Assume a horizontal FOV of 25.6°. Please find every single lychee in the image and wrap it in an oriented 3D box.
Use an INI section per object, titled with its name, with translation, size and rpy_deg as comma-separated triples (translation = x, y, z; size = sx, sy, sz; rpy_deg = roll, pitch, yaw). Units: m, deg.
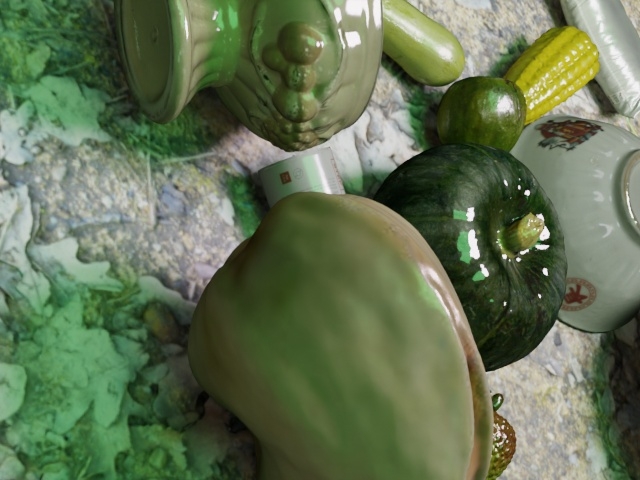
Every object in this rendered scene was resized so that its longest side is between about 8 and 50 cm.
[lychee]
translation = 0.197, 0.260, 1.813
size = 0.114, 0.114, 0.146
rpy_deg = 29, 79, -28

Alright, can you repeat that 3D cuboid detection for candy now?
[candy]
translation = 0.315, -0.229, 2.051
size = 0.199, 0.106, 0.094
rpy_deg = -41, 121, -32

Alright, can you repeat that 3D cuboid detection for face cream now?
[face cream]
translation = 0.000, 0.000, 1.741
size = 0.095, 0.096, 0.214
rpy_deg = -17, 89, -40

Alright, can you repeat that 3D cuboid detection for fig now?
[fig]
translation = 0.216, -0.146, 1.942
size = 0.123, 0.123, 0.156
rpy_deg = 10, 88, -36

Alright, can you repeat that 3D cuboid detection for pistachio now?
[pistachio]
translation = 0.020, 0.149, 1.559
size = 0.281, 0.365, 0.446
rpy_deg = -35, 126, -45

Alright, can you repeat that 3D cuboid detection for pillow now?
[pillow]
translation = 0.452, -0.316, 2.196
size = 0.144, 0.078, 0.254
rpy_deg = -36, 101, -48

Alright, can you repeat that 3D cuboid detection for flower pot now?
[flower pot]
translation = -0.092, -0.247, 1.631
size = 0.244, 0.307, 0.308
rpy_deg = -9, 83, -23

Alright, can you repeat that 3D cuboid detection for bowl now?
[bowl]
translation = 0.434, -0.042, 2.053
size = 0.337, 0.157, 0.337
rpy_deg = 11, 72, -35

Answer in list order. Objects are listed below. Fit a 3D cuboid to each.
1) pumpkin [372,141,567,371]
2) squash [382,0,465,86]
[pumpkin]
translation = 0.196, 0.021, 1.816
size = 0.300, 0.207, 0.300
rpy_deg = 15, 69, -44
[squash]
translation = 0.095, -0.291, 1.911
size = 0.250, 0.083, 0.083
rpy_deg = 31, 60, -25
